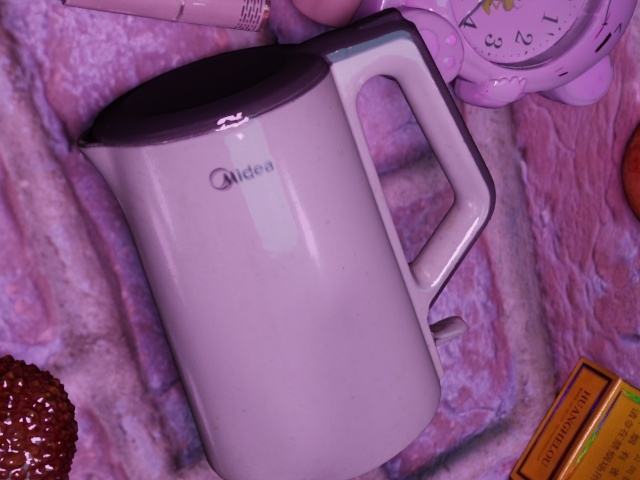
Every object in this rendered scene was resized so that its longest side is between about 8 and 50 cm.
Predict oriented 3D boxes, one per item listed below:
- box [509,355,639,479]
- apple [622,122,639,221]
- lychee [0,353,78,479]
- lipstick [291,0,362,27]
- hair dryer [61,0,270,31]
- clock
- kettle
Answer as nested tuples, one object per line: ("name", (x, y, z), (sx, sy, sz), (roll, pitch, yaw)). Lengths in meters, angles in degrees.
("box", (0.419, 0.304, 1.500), (0.301, 0.084, 0.193), (30, 92, -32))
("apple", (0.477, -0.080, 1.349), (0.209, 0.164, 0.209), (-9, 113, -22))
("lychee", (-0.318, 0.191, 1.030), (0.188, 0.188, 0.188), (-9, 111, -24))
("lipstick", (0.053, -0.322, 1.037), (0.070, 0.070, 0.254), (8, 130, -29))
("hair dryer", (-0.110, -0.272, 0.974), (0.195, 0.053, 0.220), (2, 151, -26))
("clock", (0.202, -0.285, 1.166), (0.322, 0.113, 0.295), (10, 102, -31))
("kettle", (0.000, 0.000, 1.073), (0.361, 0.250, 0.376), (-20, 114, -4))
